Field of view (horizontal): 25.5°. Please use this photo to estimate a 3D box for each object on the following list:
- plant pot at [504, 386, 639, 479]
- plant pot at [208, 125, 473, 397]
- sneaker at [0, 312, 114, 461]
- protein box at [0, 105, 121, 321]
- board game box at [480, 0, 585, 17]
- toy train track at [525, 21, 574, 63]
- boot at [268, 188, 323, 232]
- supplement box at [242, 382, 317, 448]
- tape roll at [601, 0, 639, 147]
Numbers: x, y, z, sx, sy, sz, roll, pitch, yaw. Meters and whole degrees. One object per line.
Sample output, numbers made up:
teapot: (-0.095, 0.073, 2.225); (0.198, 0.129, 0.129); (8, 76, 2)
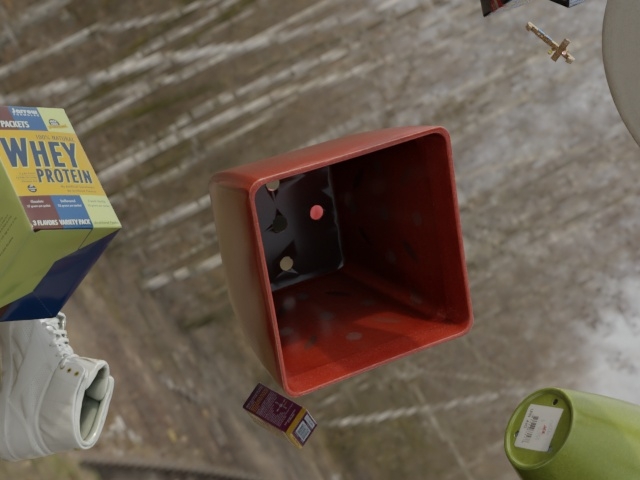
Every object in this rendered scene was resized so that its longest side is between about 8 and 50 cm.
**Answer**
plant pot: (0.429, 0.352, 2.193); (0.293, 0.275, 0.275); (33, 13, -30)
plant pot: (0.000, 0.000, 1.748); (0.236, 0.267, 0.267); (24, -53, 58)
sneaker: (-0.361, 0.160, 1.991); (0.108, 0.169, 0.292); (29, 56, -58)
protein box: (-0.391, -0.033, 1.821); (0.136, 0.200, 0.201); (-2, 53, -45)
board game box: (0.207, -0.306, 1.403); (0.194, 0.060, 0.194); (39, -36, 52)
toy train track: (0.320, -0.275, 1.986); (0.083, 0.014, 0.048); (41, -35, 7)
boot: (-0.042, -0.076, 2.145); (0.244, 0.088, 0.176); (23, 53, -36)
supplement box: (-0.054, 0.232, 1.876); (0.083, 0.043, 0.055); (26, -18, 27)
tape roll: (0.469, -0.178, 1.391); (0.392, 0.072, 0.392); (21, -45, 23)
